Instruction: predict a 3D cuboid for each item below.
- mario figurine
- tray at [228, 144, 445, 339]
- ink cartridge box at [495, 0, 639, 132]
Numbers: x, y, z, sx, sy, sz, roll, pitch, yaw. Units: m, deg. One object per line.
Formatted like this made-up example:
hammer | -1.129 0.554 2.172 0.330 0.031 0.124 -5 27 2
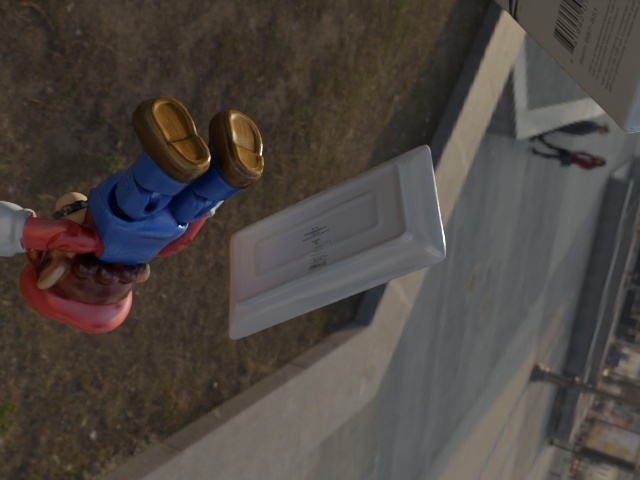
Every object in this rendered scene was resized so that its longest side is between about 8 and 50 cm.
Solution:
mario figurine | -0.210 -0.039 0.830 0.198 0.320 0.170 36 37 -24
tray | 0.000 0.000 0.875 0.030 0.270 0.145 36 40 -45
ink cartridge box | 0.234 -0.258 0.617 0.307 0.129 0.223 -112 -159 -47
